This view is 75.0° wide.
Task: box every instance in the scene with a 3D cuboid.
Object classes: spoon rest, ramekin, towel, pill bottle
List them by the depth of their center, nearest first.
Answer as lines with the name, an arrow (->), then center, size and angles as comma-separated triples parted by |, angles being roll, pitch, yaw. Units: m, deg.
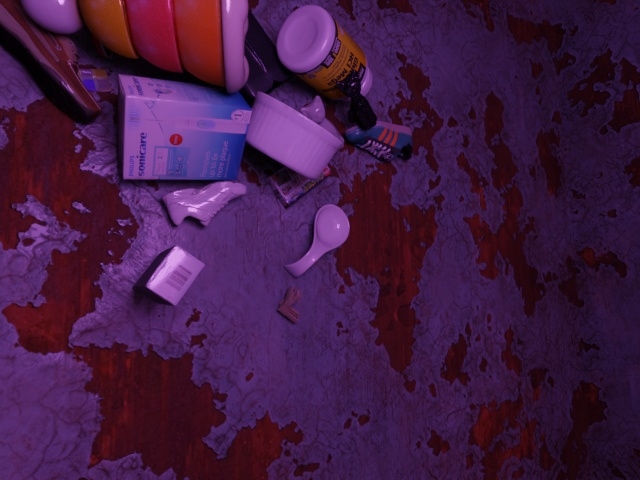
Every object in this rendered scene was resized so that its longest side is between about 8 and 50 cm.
towel -> -0.583, -0.409, 1.062 | 0.083, 0.009, 0.060 | -11, 91, -32
ramekin -> -0.087, -0.284, 1.174 | 0.277, 0.277, 0.135 | 26, 100, -26
pill bottle -> 0.031, -0.555, 1.298 | 0.334, 0.188, 0.187 | 8, 79, -58
spoon rest -> 0.000, 0.000, 1.327 | 0.137, 0.084, 0.276 | 47, 64, -19

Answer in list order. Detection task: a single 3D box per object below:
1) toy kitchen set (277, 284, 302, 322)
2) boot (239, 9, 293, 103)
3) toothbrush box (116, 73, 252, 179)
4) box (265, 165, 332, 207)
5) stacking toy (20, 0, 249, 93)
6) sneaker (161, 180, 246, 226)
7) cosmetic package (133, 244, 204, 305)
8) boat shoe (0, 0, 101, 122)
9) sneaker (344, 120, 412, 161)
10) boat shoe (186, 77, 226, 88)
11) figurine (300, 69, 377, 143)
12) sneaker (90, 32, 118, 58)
toy kitchen set -> -0.074, 0.187, 1.272 | 0.075, 0.083, 0.068 | 43, 23, -20
boot -> -0.217, -0.670, 1.236 | 0.367, 0.146, 0.445 | -41, 103, -20
toothbrush box -> -0.349, -0.276, 1.059 | 0.296, 0.216, 0.126 | -3, 42, -32
box -> -0.066, -0.207, 1.338 | 0.207, 0.036, 0.114 | -41, 105, -29
stacking toy -> -0.406, -0.529, 0.947 | 0.480, 0.350, 0.350 | 0, 84, -9
sneaker -> -0.311, -0.099, 1.157 | 0.232, 0.090, 0.115 | -16, 99, -23
cosmetic package -> -0.370, 0.087, 1.002 | 0.085, 0.231, 0.117 | 41, 65, -21
boat shoe -> -0.629, -0.436, 0.975 | 0.324, 0.123, 0.120 | 52, 56, -16
sneaker -> 0.221, -0.346, 1.489 | 0.302, 0.108, 0.121 | -5, 83, -33
boat shoe -> -0.336, -0.391, 1.144 | 0.255, 0.095, 0.079 | -35, 87, -4
figurine -> 0.055, -0.401, 1.305 | 0.215, 0.092, 0.209 | -34, 149, 4
sneaker -> -0.579, -0.600, 1.044 | 0.107, 0.119, 0.278 | -54, 138, -63
